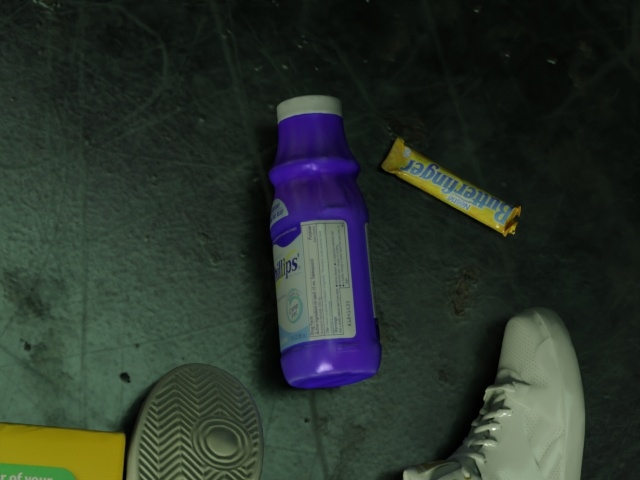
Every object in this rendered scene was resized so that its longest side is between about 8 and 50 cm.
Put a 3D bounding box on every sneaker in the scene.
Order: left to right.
[{"bbox_3d":[-0.135,0.282,1.470,0.131,0.148,0.350,16,49,-12],"label":"sneaker"},{"bbox_3d":[0.166,0.206,1.581,0.169,0.108,0.293,5,77,-20],"label":"sneaker"}]

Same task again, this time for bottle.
[{"bbox_3d":[0.000,0.000,1.570,0.092,0.118,0.283,-1,79,-17],"label":"bottle"}]

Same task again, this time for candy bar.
[{"bbox_3d":[0.140,-0.055,1.681,0.161,0.018,0.040,29,71,-9],"label":"candy bar"}]

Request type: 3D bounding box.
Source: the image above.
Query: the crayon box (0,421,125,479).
[{"bbox_3d":[-0.366,0.311,1.386,0.362,0.106,0.313,7,72,-16],"label":"crayon box"}]
